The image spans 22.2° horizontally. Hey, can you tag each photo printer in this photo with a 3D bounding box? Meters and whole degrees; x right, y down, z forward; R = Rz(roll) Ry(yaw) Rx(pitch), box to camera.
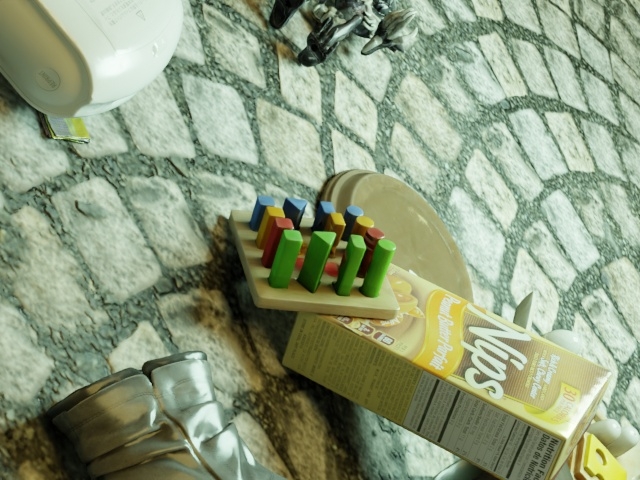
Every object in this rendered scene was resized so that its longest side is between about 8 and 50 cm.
[{"bbox_3d":[-0.280,-0.274,1.664,0.307,0.107,0.256,50,31,-9],"label":"photo printer"}]

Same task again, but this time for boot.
[{"bbox_3d":[-0.078,0.202,1.516,0.338,0.118,0.223,-2,64,-49],"label":"boot"}]

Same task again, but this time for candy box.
[{"bbox_3d":[0.140,0.140,1.776,0.316,0.087,0.183,26,28,16],"label":"candy box"}]

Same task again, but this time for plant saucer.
[{"bbox_3d":[0.104,0.029,2.022,0.278,0.041,0.278,36,38,-34],"label":"plant saucer"}]

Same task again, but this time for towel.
[{"bbox_3d":[-0.267,-0.137,1.667,0.060,0.009,0.083,6,59,-52],"label":"towel"}]

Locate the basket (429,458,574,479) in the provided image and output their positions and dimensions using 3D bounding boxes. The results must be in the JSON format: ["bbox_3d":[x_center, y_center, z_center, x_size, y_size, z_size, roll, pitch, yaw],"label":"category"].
[{"bbox_3d":[0.236,0.345,1.834,0.204,0.154,0.227,-25,88,-55],"label":"basket"}]

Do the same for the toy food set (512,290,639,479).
[{"bbox_3d":[0.345,0.237,2.131,0.306,0.092,0.220,47,33,-18],"label":"toy food set"}]

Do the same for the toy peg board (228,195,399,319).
[{"bbox_3d":[0.000,0.000,1.758,0.161,0.079,0.160,7,34,-20],"label":"toy peg board"}]

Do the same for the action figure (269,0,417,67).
[{"bbox_3d":[0.054,-0.314,2.155,0.164,0.141,0.275,57,34,0],"label":"action figure"}]
